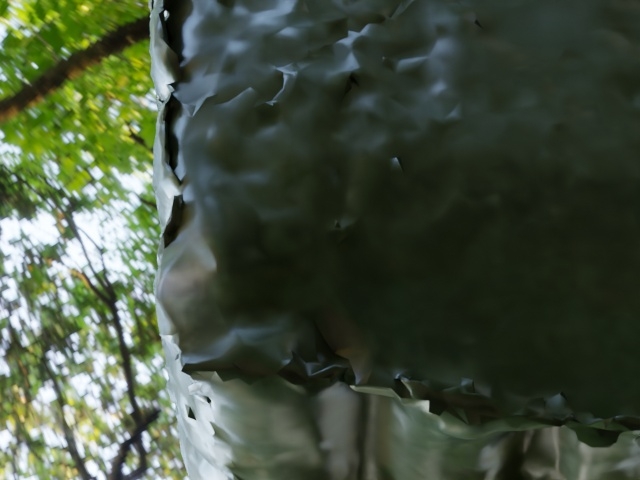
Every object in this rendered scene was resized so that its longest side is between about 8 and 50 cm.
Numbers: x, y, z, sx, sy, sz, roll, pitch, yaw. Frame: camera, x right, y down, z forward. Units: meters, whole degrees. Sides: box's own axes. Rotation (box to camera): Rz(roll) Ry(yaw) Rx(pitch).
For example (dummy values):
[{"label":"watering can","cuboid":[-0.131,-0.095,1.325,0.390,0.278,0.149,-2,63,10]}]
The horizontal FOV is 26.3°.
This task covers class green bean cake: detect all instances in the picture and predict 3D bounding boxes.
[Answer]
[{"label":"green bean cake","cuboid":[0.071,-0.031,0.412,0.241,0.255,0.132,-4,-39,-5]}]
